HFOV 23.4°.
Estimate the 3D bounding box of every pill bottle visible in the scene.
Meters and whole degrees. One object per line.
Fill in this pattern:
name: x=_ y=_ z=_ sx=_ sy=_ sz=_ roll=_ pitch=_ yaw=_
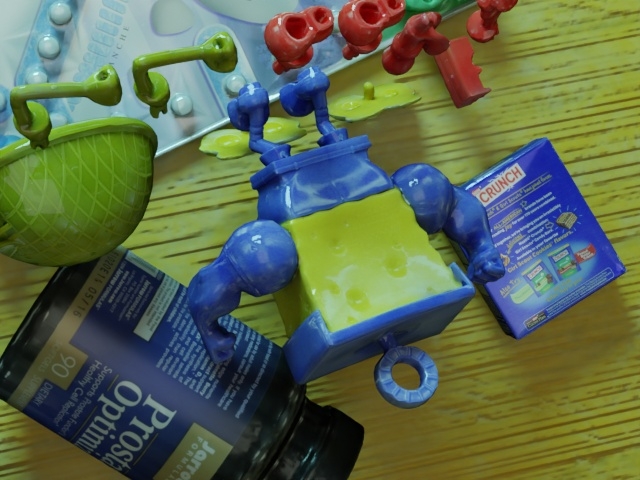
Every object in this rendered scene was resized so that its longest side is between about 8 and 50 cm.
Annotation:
pill bottle: x=-0.087 y=0.099 z=0.979 sx=0.219 sy=0.123 sz=0.122 roll=33 pitch=87 yaw=-7

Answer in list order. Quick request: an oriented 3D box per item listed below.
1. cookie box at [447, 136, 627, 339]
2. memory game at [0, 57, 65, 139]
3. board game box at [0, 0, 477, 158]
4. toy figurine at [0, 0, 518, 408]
cookie box: x=0.140 y=-0.002 z=1.049 sx=0.092 sy=0.040 sz=0.107 roll=-31 pitch=95 yaw=-6
memory game: x=-0.249 y=-0.145 z=1.008 sx=0.186 sy=0.012 sz=0.186 roll=0 pitch=91 yaw=-8
board game box: x=-0.124 y=-0.253 z=0.970 sx=0.390 sy=0.050 sz=0.390 roll=-26 pitch=104 yaw=-7
toy figurine: x=0.000 y=0.000 z=0.891 sx=0.363 sy=0.191 sz=0.217 roll=-18 pitch=79 yaw=-29
